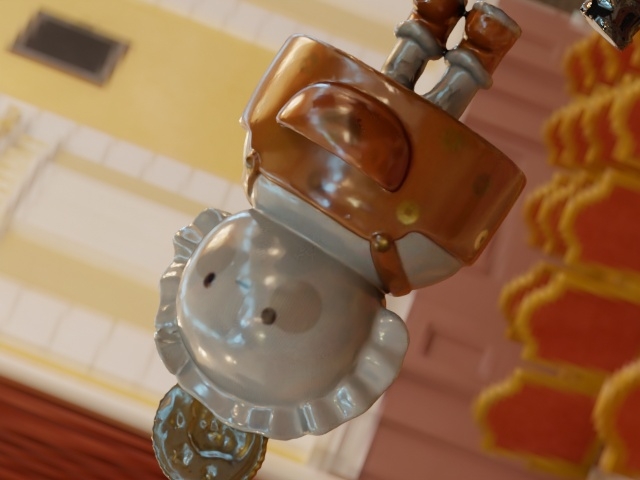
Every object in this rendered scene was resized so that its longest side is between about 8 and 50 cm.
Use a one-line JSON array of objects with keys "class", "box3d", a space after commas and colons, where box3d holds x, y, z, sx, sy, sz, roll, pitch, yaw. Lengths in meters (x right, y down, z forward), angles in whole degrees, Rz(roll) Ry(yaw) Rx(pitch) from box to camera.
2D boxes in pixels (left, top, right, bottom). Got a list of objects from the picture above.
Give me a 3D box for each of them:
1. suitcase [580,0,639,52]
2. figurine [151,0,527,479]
[{"class": "suitcase", "box3d": [0.111, -0.244, 0.679, 0.229, 0.152, 0.335, -45, -23, 3]}, {"class": "figurine", "box3d": [0.005, -0.001, 0.908, 0.143, 0.143, 0.271, -69, 5, -76]}]
